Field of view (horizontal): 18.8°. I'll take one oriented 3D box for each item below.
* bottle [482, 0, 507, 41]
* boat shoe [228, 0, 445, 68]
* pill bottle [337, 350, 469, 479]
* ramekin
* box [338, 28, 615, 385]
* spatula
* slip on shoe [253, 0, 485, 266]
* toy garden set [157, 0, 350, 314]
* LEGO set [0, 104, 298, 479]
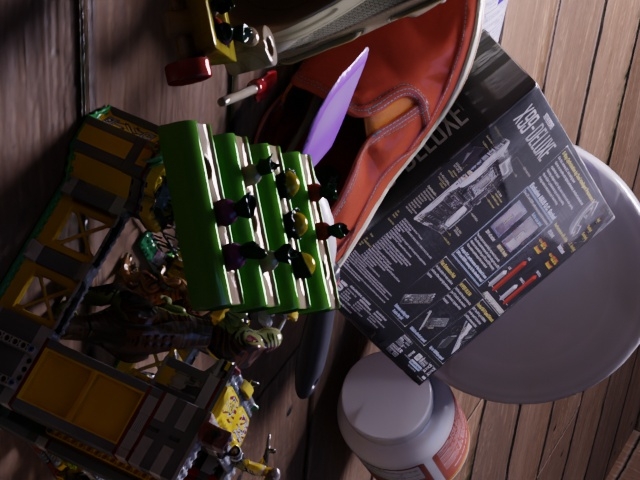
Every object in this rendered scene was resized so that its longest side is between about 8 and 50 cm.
[{"bbox_3d":[0.096,-0.143,1.672,0.118,0.092,0.283,-40,148,-47],"label":"bottle"},{"bbox_3d":[0.059,-0.208,1.339,0.302,0.109,0.098,-29,161,-14],"label":"boat shoe"},{"bbox_3d":[0.084,0.184,1.997,0.121,0.121,0.216,-63,162,-12],"label":"pill bottle"},{"bbox_3d":[0.197,0.016,1.910,0.127,0.272,0.273,-54,163,-72],"label":"ramekin"},{"bbox_3d":[0.110,-0.018,1.662,0.242,0.076,0.307,-41,151,3],"label":"box"},{"bbox_3d":[0.000,0.000,1.413,0.084,0.030,0.296,-50,150,-50],"label":"spatula"},{"bbox_3d":[0.028,-0.113,1.488,0.331,0.123,0.101,-61,158,-3],"label":"slip on shoe"},{"bbox_3d":[-0.035,-0.058,1.204,0.244,0.049,0.204,7,71,-74],"label":"toy garden set"},{"bbox_3d":[-0.081,0.084,1.272,0.255,0.192,0.331,-58,160,-26],"label":"LEGO set"}]
